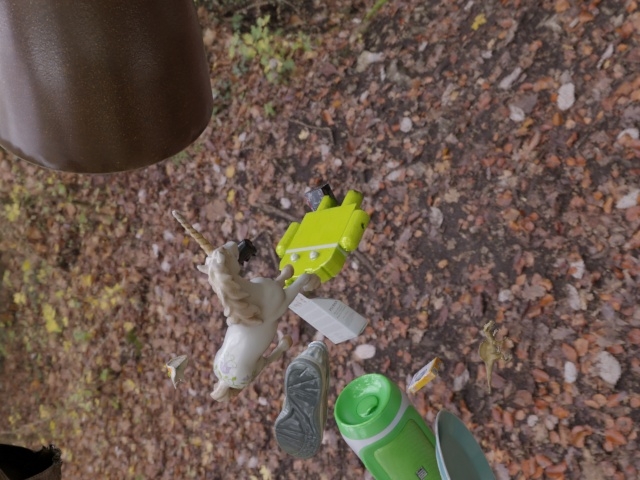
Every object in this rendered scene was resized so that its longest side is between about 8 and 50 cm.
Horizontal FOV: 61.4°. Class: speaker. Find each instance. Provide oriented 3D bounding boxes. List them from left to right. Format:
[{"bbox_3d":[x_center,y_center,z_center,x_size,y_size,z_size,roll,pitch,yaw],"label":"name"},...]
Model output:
[{"bbox_3d":[0.143,0.366,0.927,0.131,0.297,0.131,-28,25,14],"label":"speaker"}]

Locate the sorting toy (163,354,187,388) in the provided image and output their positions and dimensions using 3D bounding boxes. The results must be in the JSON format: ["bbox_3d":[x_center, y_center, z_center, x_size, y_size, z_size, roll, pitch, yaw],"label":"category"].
[{"bbox_3d":[-0.415,0.383,1.554,0.044,0.083,0.075,-7,99,12],"label":"sorting toy"}]

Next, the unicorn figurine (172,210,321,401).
[{"bbox_3d":[-0.049,0.053,0.393,0.060,0.111,0.162,15,109,25],"label":"unicorn figurine"}]

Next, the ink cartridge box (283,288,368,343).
[{"bbox_3d":[-0.008,0.174,1.401,0.066,0.232,0.189,-50,1,-22],"label":"ink cartridge box"}]

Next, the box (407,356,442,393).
[{"bbox_3d":[0.341,0.449,1.781,0.028,0.081,0.136,40,126,5],"label":"box"}]

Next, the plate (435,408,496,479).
[{"bbox_3d":[0.197,0.319,0.718,0.024,0.188,0.188,-32,53,19],"label":"plate"}]

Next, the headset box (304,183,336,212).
[{"bbox_3d":[-0.001,-0.106,1.399,0.083,0.032,0.062,-13,108,52],"label":"headset box"}]

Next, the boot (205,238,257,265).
[{"bbox_3d":[-0.214,0.034,1.308,0.099,0.121,0.045,-38,67,6],"label":"boot"}]

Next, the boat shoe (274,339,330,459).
[{"bbox_3d":[-0.032,0.376,1.239,0.118,0.103,0.321,15,121,18],"label":"boat shoe"}]

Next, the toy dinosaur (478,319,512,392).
[{"bbox_3d":[0.448,0.297,1.406,0.053,0.092,0.183,-4,85,62],"label":"toy dinosaur"}]

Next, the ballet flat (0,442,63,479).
[{"bbox_3d":[-0.326,0.232,0.558,0.084,0.250,0.058,40,68,16],"label":"ballet flat"}]

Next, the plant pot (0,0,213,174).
[{"bbox_3d":[-0.200,-0.213,0.451,0.231,0.215,0.216,103,154,-50],"label":"plant pot"}]

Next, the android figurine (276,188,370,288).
[{"bbox_3d":[0.000,0.000,1.224,0.248,0.056,0.273,-6,45,45],"label":"android figurine"}]
